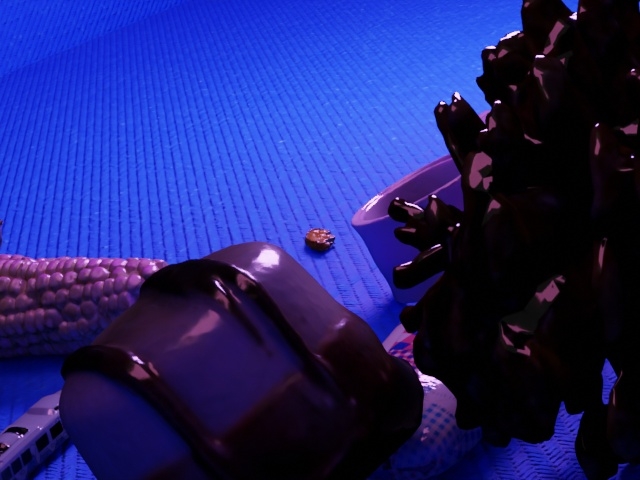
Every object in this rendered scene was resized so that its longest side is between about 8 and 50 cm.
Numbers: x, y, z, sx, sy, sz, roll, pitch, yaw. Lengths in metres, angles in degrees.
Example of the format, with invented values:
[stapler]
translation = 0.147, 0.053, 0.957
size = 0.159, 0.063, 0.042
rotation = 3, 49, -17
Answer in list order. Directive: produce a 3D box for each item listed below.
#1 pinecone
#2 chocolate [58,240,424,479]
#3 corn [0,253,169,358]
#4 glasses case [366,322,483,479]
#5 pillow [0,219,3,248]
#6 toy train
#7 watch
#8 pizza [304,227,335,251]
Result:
[pinecone]
translation = 0.226, -0.006, 1.097
size = 0.398, 0.397, 0.397
rotation = -11, 19, 4
[chocolate]
translation = -0.085, 0.113, 1.143
size = 0.284, 0.186, 0.283
rotation = -28, 21, 12
[corn]
translation = -0.297, 0.075, 1.611
size = 0.335, 0.126, 0.126
rotation = 1, 23, 25
[glasses case]
translation = 0.106, 0.119, 1.281
size = 0.125, 0.076, 0.327
rotation = -6, 20, 29
[pillow]
translation = -0.474, 0.088, 1.523
size = 0.310, 0.138, 0.283
rotation = 6, 60, 48
[toy train]
translation = -0.274, 0.190, 1.363
size = 0.043, 0.047, 0.207
rotation = 0, 24, 28
[watch]
translation = 0.159, -0.016, 1.523
size = 0.218, 0.210, 0.248
rotation = -31, 11, 1
[pizza]
translation = 0.000, 0.000, 1.782
size = 0.037, 0.016, 0.083
rotation = -17, 16, -9
